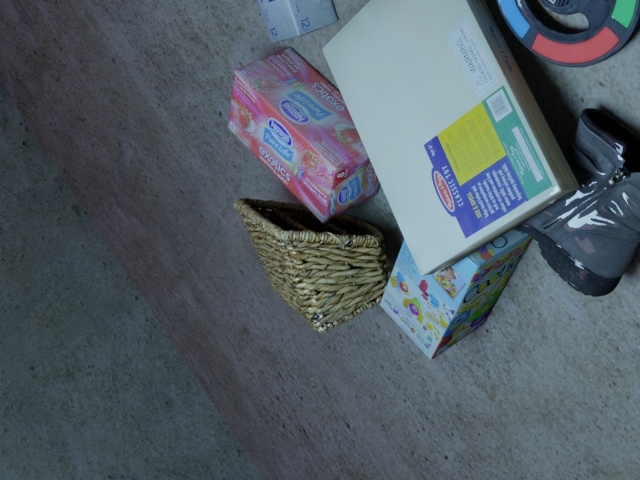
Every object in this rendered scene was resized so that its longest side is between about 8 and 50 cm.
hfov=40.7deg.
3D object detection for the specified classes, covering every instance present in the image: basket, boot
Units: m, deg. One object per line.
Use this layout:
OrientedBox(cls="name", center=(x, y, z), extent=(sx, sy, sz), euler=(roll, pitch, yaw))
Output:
OrientedBox(cls="basket", center=(0.000, 0.000, 1.647), extent=(0.223, 0.213, 0.299), euler=(67, 167, -21))
OrientedBox(cls="boot", center=(0.331, -0.102, 1.205), extent=(0.338, 0.118, 0.223), euler=(39, 138, 21))

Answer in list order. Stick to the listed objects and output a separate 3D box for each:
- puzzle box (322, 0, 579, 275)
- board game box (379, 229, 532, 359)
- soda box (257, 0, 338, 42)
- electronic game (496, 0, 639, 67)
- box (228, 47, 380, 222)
OrientedBox(cls="puzzle box", center=(0.170, -0.185, 1.247), extent=(0.272, 0.052, 0.409), euler=(-36, 70, 43))
OrientedBox(cls="board game box", center=(0.222, 0.047, 1.439), extent=(0.144, 0.142, 0.275), euler=(47, 148, 24))
OrientedBox(cls="soda box", center=(-0.072, -0.493, 1.474), extent=(0.098, 0.091, 0.286), euler=(7, 120, 56))
OrientedBox(cls="electronic game", center=(0.306, -0.329, 1.082), extent=(0.229, 0.048, 0.229), euler=(37, 142, 35))
OrientedBox(cls="box", center=(-0.026, -0.200, 1.605), extent=(0.300, 0.142, 0.154), euler=(46, 146, 24))
